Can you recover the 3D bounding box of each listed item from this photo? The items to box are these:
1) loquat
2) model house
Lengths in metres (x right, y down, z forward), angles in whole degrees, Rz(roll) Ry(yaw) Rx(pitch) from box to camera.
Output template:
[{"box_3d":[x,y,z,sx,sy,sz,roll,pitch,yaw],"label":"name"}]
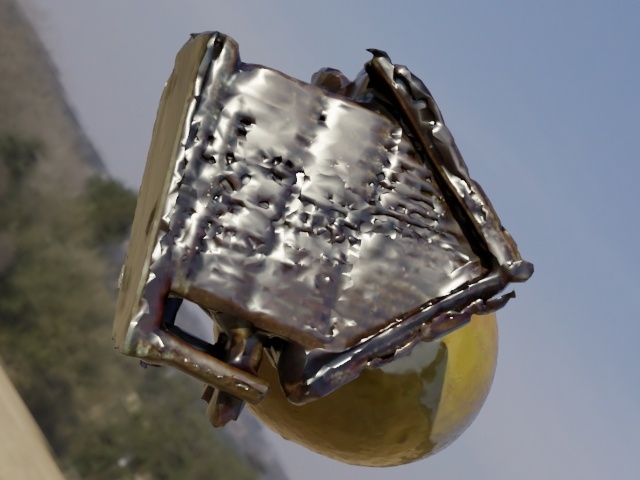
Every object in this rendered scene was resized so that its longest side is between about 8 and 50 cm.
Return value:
[{"box_3d":[0.031,0.082,1.509,0.275,0.275,0.275,56,-10,14],"label":"loquat"},{"box_3d":[0.000,0.000,1.240,0.282,0.297,0.317,16,-2,-10],"label":"model house"}]
